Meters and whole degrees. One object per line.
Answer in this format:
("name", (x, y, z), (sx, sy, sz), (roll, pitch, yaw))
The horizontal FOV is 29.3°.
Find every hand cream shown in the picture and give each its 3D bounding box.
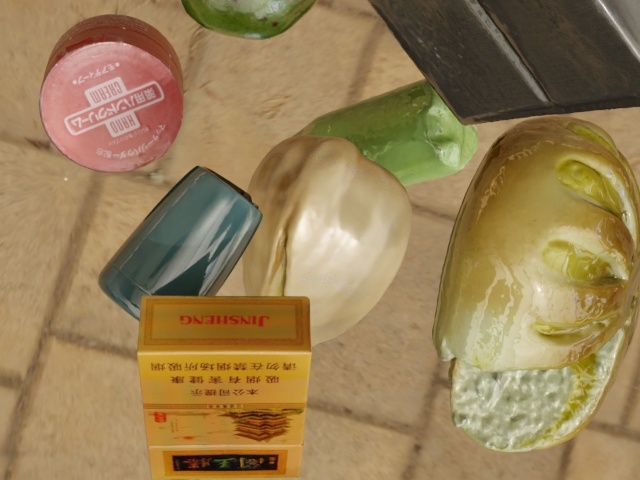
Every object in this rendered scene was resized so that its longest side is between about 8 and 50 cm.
("hand cream", (-0.276, -0.198, 1.635), (0.193, 0.125, 0.193), (-2, 120, -4))

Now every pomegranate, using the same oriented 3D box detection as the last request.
("pomegranate", (-0.088, -0.320, 1.392), (0.187, 0.225, 0.187), (-3, 103, -14))

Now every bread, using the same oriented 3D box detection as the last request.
("bread", (0.226, 0.040, 1.174), (0.160, 0.333, 0.333), (15, 90, 24))

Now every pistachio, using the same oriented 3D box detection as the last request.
("pistachio", (0.000, 0.000, 1.642), (0.229, 0.321, 0.238), (29, 45, 19))

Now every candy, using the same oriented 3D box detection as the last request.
("candy", (0.071, -0.132, 1.812), (0.142, 0.343, 0.132), (51, 44, -22))

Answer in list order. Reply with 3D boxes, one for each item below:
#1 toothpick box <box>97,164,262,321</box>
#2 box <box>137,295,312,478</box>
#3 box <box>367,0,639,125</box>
("toothpick box", (-0.152, 0.010, 1.373), (0.120, 0.120, 0.184), (37, 86, -11))
("box", (-0.101, 0.164, 1.317), (0.174, 0.274, 0.076), (1, 52, -3))
("box", (0.213, -0.273, 0.915), (0.345, 0.251, 0.204), (-48, 111, -19))
